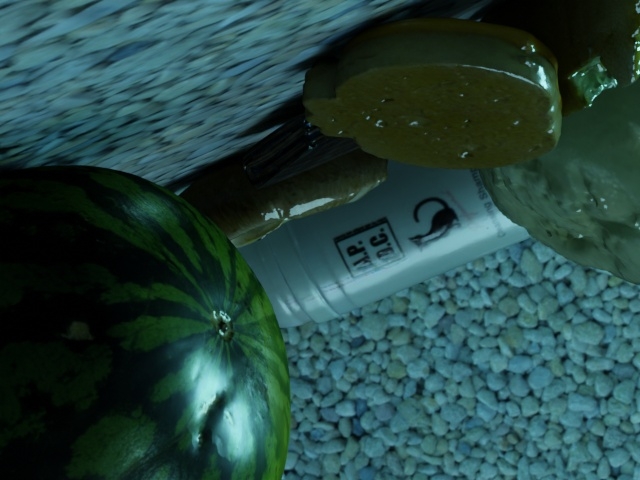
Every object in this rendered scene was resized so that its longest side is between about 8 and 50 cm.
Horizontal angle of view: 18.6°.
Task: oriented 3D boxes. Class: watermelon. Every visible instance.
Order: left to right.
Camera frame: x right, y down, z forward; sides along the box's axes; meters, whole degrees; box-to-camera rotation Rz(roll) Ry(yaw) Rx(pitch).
[{"bbox_3d":[-0.153,0.098,1.147,0.285,0.285,0.285,-22,177,-1],"label":"watermelon"}]

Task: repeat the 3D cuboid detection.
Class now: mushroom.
[{"bbox_3d":[-0.053,-0.031,1.543,0.209,0.072,0.094,-28,177,22],"label":"mushroom"}]

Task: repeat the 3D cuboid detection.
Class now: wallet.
[{"bbox_3d":[0.060,-0.101,1.429,0.230,0.042,0.124,-21,177,-25],"label":"wallet"}]

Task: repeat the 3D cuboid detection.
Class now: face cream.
[{"bbox_3d":[0.000,0.000,1.726,0.369,0.145,0.145,-24,176,11],"label":"face cream"}]

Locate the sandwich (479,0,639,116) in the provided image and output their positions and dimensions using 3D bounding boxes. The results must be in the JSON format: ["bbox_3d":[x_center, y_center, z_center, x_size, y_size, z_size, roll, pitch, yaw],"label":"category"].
[{"bbox_3d":[0.187,-0.141,1.232,0.090,0.088,0.244,-25,178,-25],"label":"sandwich"}]

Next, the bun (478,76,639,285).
[{"bbox_3d":[0.293,-0.088,1.477,0.359,0.211,0.360,-29,180,0],"label":"bun"}]

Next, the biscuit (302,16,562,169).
[{"bbox_3d":[0.070,-0.096,1.222,0.170,0.050,0.170,4,159,1],"label":"biscuit"}]
